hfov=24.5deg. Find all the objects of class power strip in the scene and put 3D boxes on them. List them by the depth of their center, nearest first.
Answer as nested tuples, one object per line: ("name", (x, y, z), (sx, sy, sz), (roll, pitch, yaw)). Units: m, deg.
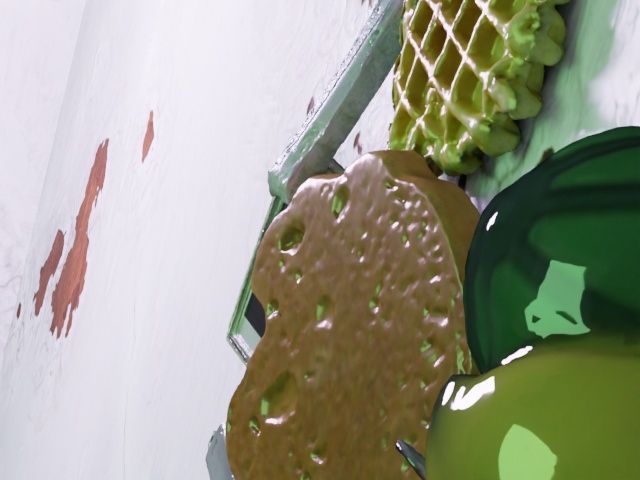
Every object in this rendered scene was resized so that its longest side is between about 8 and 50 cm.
("power strip", (-0.076, 0.269, 1.427), (0.252, 0.027, 0.060), (-112, 40, -57))

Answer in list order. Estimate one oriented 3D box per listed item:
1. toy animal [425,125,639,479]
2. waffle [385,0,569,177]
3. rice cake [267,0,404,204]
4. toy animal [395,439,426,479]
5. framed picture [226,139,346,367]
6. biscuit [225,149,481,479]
("toy animal", (0.149, 0.094, 0.707), (0.216, 0.191, 0.338), (133, 145, -54))
("waffle", (0.121, -0.177, 1.140), (0.250, 0.056, 0.261), (148, 133, -62))
("rice cake", (0.019, -0.124, 1.304), (0.043, 0.034, 0.211), (20, 76, 55))
("toy animal", (0.093, 0.287, 0.850), (0.302, 0.225, 0.284), (13, 73, 55))
("framed picture", (0.002, 0.060, 1.284), (0.293, 0.018, 0.231), (45, 121, 53))
("biscuit", (0.031, 0.089, 1.154), (0.351, 0.057, 0.312), (-20, 65, 56))
